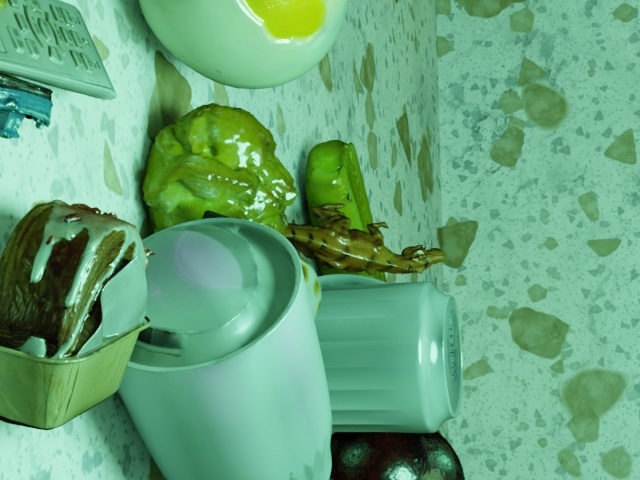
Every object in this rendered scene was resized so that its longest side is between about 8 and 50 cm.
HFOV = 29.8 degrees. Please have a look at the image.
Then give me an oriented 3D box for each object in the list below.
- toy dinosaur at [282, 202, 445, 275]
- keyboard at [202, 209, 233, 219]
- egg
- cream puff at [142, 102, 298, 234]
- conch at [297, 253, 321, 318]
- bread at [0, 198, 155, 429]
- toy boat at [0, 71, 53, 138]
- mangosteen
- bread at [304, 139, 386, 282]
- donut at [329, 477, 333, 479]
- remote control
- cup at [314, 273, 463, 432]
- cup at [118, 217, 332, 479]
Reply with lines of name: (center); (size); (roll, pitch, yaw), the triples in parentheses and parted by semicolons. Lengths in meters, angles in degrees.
toy dinosaur: (0.000, 0.000, 2.048); (0.208, 0.432, 0.097); (37, -62, 58)
keyboard: (-0.148, 0.049, 1.547); (0.013, 0.061, 0.204); (-84, -165, -55)
egg: (-0.099, -0.340, 1.578); (0.345, 0.283, 0.283); (65, 26, -61)
cream puff: (-0.136, -0.065, 1.615); (0.244, 0.196, 0.244); (24, 55, -39)
conch: (-0.086, 0.093, 1.771); (0.149, 0.183, 0.275); (42, 21, 5)
bread: (-0.261, 0.068, 1.214); (0.224, 0.142, 0.212); (-28, 128, -73)
toy boat: (-0.311, -0.133, 1.205); (0.061, 0.060, 0.137); (-69, 166, 6)
mangosteen: (0.117, 0.431, 2.179); (0.300, 0.300, 0.300); (-3, 90, -74)
bread: (0.041, -0.008, 2.302); (0.166, 0.112, 0.383); (-73, 154, -55)
donut: (0.019, 0.506, 1.883); (0.330, 0.160, 0.330); (61, -6, 11)
remote control: (-0.308, -0.205, 1.226); (0.109, 0.055, 0.313); (66, 16, 8)
cup: (0.060, 0.165, 1.948); (0.323, 0.327, 0.237); (-74, 156, -53)
cup: (-0.113, 0.173, 1.477); (0.253, 0.253, 0.371); (-76, 158, -46)
